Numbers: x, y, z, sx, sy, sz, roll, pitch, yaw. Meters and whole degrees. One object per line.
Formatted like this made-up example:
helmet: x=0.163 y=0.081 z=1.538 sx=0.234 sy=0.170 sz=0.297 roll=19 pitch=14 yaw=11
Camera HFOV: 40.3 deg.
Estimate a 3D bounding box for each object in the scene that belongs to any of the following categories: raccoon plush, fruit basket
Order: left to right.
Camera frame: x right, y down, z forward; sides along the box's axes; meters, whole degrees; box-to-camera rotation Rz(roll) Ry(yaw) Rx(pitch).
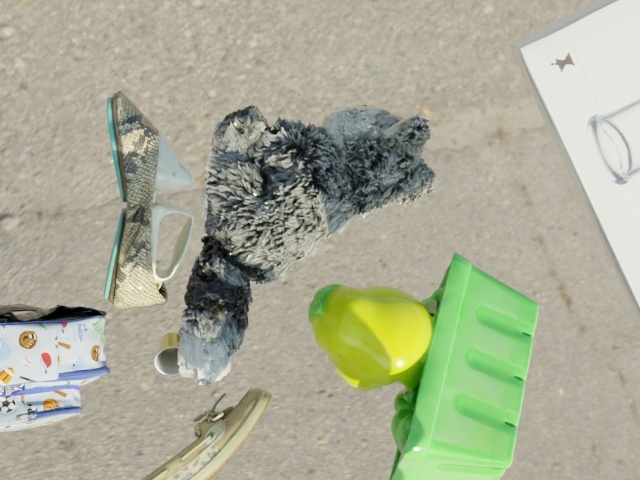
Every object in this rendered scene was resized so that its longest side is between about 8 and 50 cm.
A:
raccoon plush: x=0.000 y=0.000 z=1.215 sx=0.299 sy=0.216 sz=0.446 roll=4 pitch=75 yaw=11
fruit basket: x=0.147 y=0.202 z=1.432 sx=0.392 sy=0.283 sz=0.392 roll=2 pitch=59 yaw=-3

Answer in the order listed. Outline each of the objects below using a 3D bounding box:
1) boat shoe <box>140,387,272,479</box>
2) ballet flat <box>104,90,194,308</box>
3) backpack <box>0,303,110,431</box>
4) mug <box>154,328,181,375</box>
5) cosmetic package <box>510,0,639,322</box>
boat shoe: x=-0.188 y=0.319 z=1.304 sx=0.089 sy=0.104 sz=0.285 roll=42 pitch=75 yaw=6
ballet flat: x=-0.352 y=-0.073 z=1.806 sx=0.182 sy=0.483 sz=0.164 roll=2 pitch=26 yaw=-10
backpack: x=-0.469 y=0.195 z=1.383 sx=0.263 sy=0.276 sz=0.213 roll=-11 pitch=92 yaw=-43
mug: x=-0.254 y=0.191 z=1.537 sx=0.064 sy=0.078 sz=0.062 roll=-109 pitch=173 yaw=-60
cosmetic package: x=0.347 y=-0.037 z=0.627 sx=0.377 sy=0.284 sz=0.097 roll=62 pitch=15 yaw=-9
